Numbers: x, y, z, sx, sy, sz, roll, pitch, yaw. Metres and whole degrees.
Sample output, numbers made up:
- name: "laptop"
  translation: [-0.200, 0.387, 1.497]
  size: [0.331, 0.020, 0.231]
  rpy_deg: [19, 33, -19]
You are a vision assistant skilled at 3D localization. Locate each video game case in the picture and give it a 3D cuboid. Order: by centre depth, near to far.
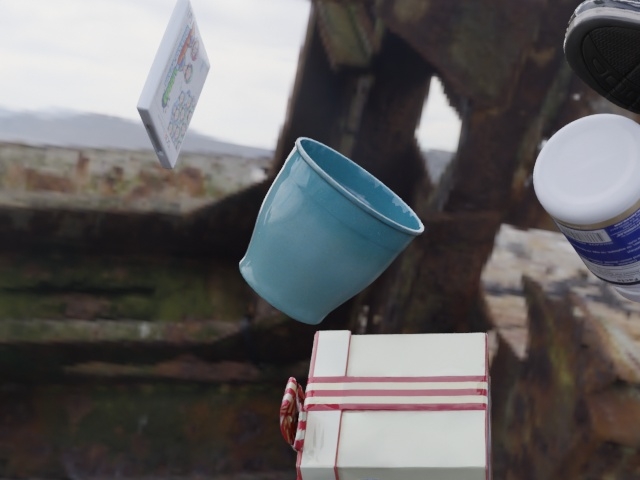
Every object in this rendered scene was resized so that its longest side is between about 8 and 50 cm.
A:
- name: "video game case"
  translation: [-0.174, -0.187, 1.485]
  size: [0.019, 0.157, 0.143]
  rpy_deg: [11, -24, 12]

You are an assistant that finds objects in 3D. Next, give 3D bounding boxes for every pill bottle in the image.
- name: "pill bottle"
  translation: [0.386, -0.031, 1.576]
  size: [0.153, 0.153, 0.265]
  rpy_deg: [11, -22, 37]

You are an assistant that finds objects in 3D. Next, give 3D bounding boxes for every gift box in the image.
- name: "gift box"
  translation: [0.084, 0.273, 1.540]
  size: [0.258, 0.255, 0.276]
  rpy_deg: [-1, 36, 10]

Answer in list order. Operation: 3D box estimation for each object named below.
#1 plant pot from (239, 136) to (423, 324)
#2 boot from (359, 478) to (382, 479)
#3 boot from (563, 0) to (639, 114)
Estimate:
- name: "plant pot"
  translation: [0.000, 0.000, 2.185]
  size: [0.272, 0.255, 0.271]
  rpy_deg: [34, 14, -9]
- name: "boot"
  translation: [0.000, 0.341, 1.311]
  size: [0.082, 0.106, 0.219]
  rpy_deg: [33, -49, -14]
- name: "boot"
  translation: [0.469, -0.290, 1.533]
  size: [0.377, 0.284, 0.138]
  rpy_deg: [10, -35, -11]
